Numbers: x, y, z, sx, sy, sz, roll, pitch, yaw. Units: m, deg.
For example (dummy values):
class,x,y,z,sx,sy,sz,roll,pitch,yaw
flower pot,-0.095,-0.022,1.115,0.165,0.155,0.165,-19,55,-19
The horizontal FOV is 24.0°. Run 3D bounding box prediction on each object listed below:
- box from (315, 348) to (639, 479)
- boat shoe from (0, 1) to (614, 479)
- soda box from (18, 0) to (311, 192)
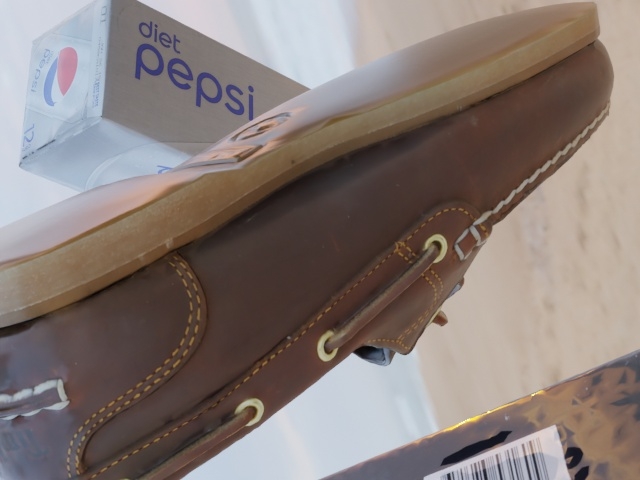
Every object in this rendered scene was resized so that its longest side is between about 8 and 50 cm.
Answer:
class,x,y,z,sx,sy,sz,roll,pitch,yaw
box,0.172,0.277,1.067,0.183,0.296,0.294,-92,-24,-61
boat shoe,0.000,0.000,0.384,0.073,0.207,0.073,2,116,58
soda box,-0.057,-0.057,1.012,0.286,0.091,0.098,24,-124,-39
